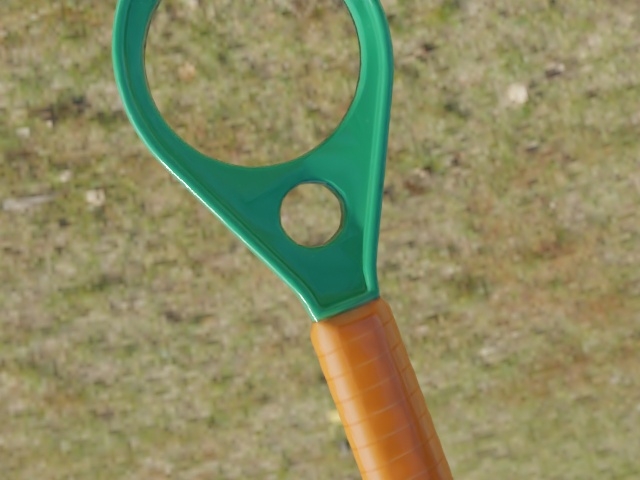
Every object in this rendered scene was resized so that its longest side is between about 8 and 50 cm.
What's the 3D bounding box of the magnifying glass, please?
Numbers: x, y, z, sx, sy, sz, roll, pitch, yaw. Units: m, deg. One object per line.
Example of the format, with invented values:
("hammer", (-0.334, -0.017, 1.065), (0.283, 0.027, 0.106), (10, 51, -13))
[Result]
("magnifying glass", (0.000, 0.000, 0.495), (0.092, 0.231, 0.026), (-21, -178, -6))
